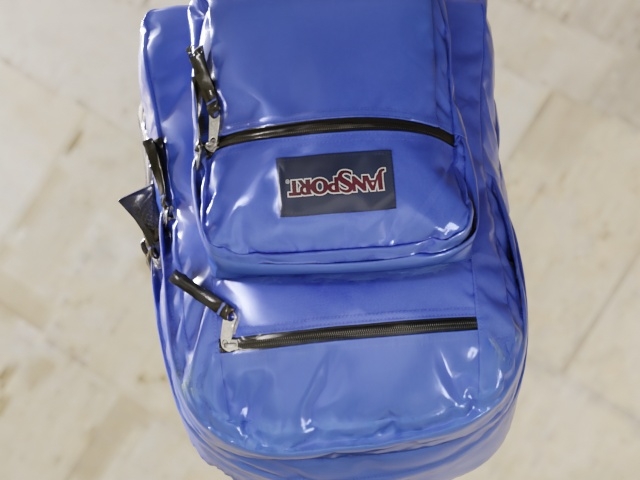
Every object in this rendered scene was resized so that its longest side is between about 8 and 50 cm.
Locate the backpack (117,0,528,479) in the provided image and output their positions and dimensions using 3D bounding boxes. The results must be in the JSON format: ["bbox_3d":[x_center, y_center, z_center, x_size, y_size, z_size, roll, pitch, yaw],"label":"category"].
[{"bbox_3d":[0.000,0.000,0.487,0.098,0.120,0.101,-6,163,4],"label":"backpack"}]
